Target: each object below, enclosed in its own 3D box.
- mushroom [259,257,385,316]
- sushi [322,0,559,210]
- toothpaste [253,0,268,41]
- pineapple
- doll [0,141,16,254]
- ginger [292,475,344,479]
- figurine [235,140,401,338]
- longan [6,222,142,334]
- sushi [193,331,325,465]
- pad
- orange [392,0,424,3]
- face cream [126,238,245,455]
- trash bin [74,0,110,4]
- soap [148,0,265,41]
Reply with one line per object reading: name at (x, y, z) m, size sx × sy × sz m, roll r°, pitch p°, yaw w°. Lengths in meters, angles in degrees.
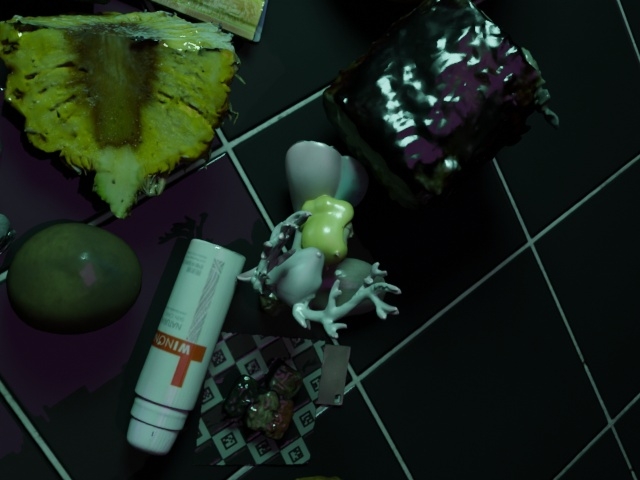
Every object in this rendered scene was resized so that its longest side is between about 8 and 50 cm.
mushroom at (0.005, 0.087, 1.220) m, size 0.225 × 0.093 × 0.116 m, roll 1°, pitch 113°, yaw -31°
sushi at (0.180, -0.220, 1.113) m, size 0.294 × 0.299 × 0.281 m, roll -40°, pitch 101°, yaw 5°
toothpaste at (-0.108, -0.533, 1.160) m, size 0.125 × 0.080 × 0.372 m, roll 16°, pitch 94°, yaw -26°
pineapple at (-0.289, -0.198, 1.050) m, size 0.344 × 0.209 × 0.286 m, roll 6°, pitch 118°, yaw -3°
doll at (-0.512, -0.020, 0.902) m, size 0.341 × 0.158 × 0.246 m, roll -67°, pitch 153°, yaw -18°
ginger at (-0.020, 0.555, 1.191) m, size 0.357 × 0.152 × 0.274 m, roll -29°, pitch 104°, yaw -21°
figurine at (-0.014, -0.003, 1.058) m, size 0.206 × 0.284 × 0.316 m, roll 21°, pitch 60°, yaw -18°
longan at (-0.355, 0.056, 1.003) m, size 0.189 × 0.189 × 0.189 m, roll -1°, pitch 92°, yaw -26°
sushi at (-0.094, 0.284, 1.199) m, size 0.219 × 0.047 × 0.232 m, roll 8°, pitch 89°, yaw -24°
pad at (-0.036, 0.239, 1.253) m, size 0.187 × 0.006 × 0.113 m, roll 10°, pitch 89°, yaw -25°
orange at (0.177, -0.616, 1.142) m, size 0.423 × 0.326 × 0.424 m, roll 2°, pitch 85°, yaw -28°
face cream at (-0.222, 0.174, 1.107) m, size 0.101 × 0.102 × 0.346 m, roll 23°, pitch 80°, yaw -25°
trash bin at (-0.447, -0.427, 0.915) m, size 0.333 × 0.214 × 0.214 m, roll 2°, pitch 91°, yaw -31°
soap at (-0.212, -0.409, 1.106) m, size 0.251 × 0.037 × 0.092 m, roll 17°, pitch 100°, yaw -22°
